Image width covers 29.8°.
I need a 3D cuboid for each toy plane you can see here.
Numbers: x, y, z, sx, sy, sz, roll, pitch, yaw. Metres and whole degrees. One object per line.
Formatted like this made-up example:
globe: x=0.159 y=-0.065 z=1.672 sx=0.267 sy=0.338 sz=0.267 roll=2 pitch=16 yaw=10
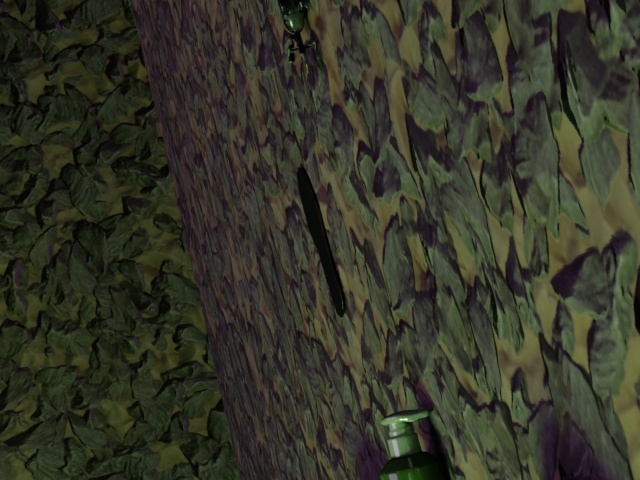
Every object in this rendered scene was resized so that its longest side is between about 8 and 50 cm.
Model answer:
toy plane: x=-0.027 y=-0.227 z=1.237 sx=0.049 sy=0.031 sz=0.120 roll=100 pitch=157 yaw=-71

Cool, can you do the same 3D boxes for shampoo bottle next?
shampoo bottle: x=0.096 y=0.256 z=1.093 sx=0.065 sy=0.065 sz=0.204 roll=131 pitch=125 yaw=-74

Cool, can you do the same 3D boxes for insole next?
insole: x=0.000 y=0.000 z=1.381 sx=0.064 sy=0.004 sz=0.188 roll=110 pitch=145 yaw=-67
